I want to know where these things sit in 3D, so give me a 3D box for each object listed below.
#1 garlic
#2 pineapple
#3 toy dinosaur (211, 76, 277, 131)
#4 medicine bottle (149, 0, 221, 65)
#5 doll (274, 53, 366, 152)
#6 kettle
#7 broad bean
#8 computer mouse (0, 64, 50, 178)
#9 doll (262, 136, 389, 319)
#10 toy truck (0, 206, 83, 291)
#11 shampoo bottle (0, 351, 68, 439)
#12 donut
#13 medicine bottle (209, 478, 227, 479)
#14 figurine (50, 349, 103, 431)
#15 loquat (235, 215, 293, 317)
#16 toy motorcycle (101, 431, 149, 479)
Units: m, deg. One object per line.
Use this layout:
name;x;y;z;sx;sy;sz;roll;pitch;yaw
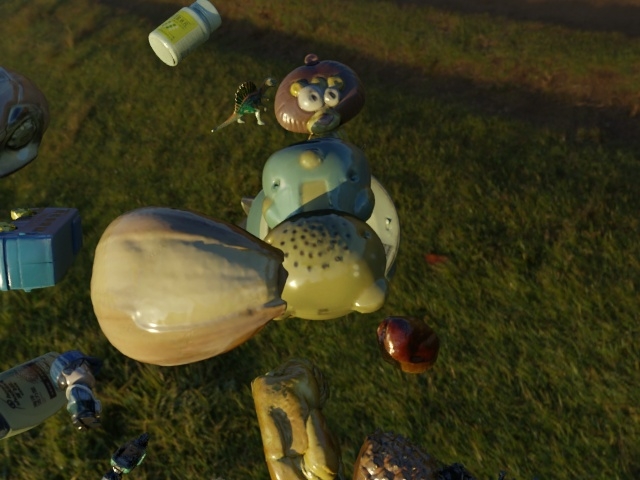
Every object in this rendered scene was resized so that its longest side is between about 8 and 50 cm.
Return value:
garlic;-0.134;0.028;0.565;0.207;0.115;0.128;4;42;46
pineapple;0.237;0.469;1.260;0.365;0.165;0.165;18;49;1
toy dinosaur;-0.171;-0.316;1.580;0.187;0.106;0.044;-18;40;-35
medicine bottle;-0.163;-0.253;0.832;0.047;0.047;0.083;25;64;43
doll;0.014;-0.200;1.086;0.145;0.188;0.096;-37;2;-1
kettle;0.000;0.000;1.337;0.247;0.320;0.342;-59;17;-8
broad bean;0.253;0.298;1.979;0.122;0.229;0.156;12;74;49
computer mouse;-0.536;-0.176;0.974;0.200;0.115;0.389;38;35;3
doll;0.000;-0.010;0.958;0.177;0.161;0.260;-3;57;3
toy truck;-0.719;0.010;1.751;0.163;0.161;0.385;-2;13;-8
shampoo bottle;-0.636;0.335;1.451;0.078;0.134;0.359;-38;-2;9
donut;-0.042;0.425;1.503;0.170;0.360;0.360;-14;39;-3
medicine bottle;-0.309;0.798;1.698;0.378;0.214;0.213;-58;41;8
figurine;-0.424;0.263;1.210;0.087;0.086;0.149;-21;54;-2
loquat;-0.100;0.057;1.972;0.360;0.328;0.328;-26;39;10
toy motorcycle;-0.459;0.521;1.634;0.100;0.058;0.173;-58;-3;11
